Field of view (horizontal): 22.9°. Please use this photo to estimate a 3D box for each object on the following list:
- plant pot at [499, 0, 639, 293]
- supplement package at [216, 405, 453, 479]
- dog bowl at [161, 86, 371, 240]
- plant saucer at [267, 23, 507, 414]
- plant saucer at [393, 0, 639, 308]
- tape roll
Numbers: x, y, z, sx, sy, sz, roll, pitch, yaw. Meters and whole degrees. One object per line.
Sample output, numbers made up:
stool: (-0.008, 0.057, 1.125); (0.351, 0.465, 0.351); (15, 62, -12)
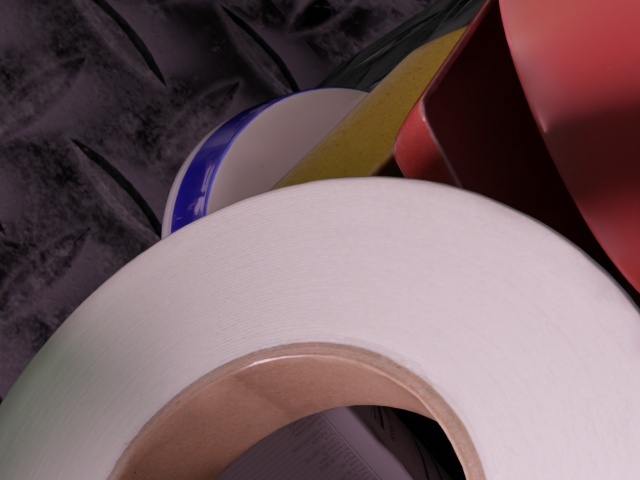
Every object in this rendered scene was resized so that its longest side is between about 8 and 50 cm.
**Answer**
plant pot: (0.281, -0.120, 0.987); (0.243, 0.275, 0.275); (-26, 16, 24)
supplement package: (-0.019, 0.143, 0.944); (0.139, 0.244, 0.134); (-39, 12, 5)
dog bowl: (0.000, 0.000, 1.394); (0.265, 0.265, 0.104); (-45, 13, -21)
plant saucer: (0.035, 0.017, 1.197); (0.333, 0.081, 0.333); (-46, -27, -23)
plant saucer: (0.138, -0.023, 1.015); (0.048, 0.259, 0.258); (-18, 21, 30)
tape roll: (-0.005, 0.155, 0.712); (0.392, 0.072, 0.392); (-14, 57, 24)
